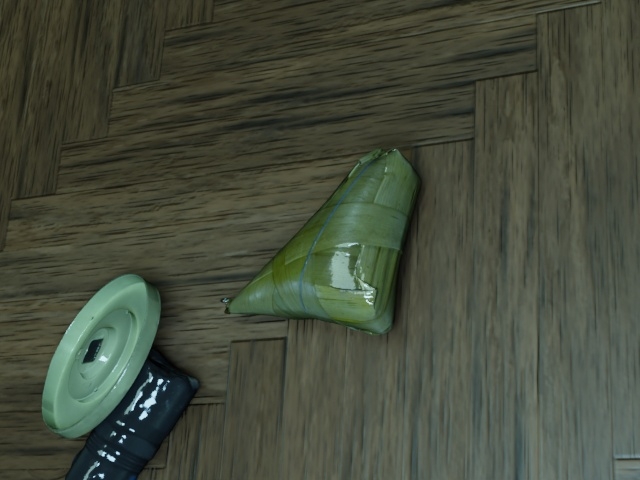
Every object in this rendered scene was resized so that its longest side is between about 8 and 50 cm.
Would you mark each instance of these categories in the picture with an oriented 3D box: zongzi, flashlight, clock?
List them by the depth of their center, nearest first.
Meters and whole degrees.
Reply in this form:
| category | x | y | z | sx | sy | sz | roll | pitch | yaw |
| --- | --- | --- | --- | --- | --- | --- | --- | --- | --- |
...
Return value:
| category | x | y | z | sx | sy | sz | roll | pitch | yaw |
| --- | --- | --- | --- | --- | --- | --- | --- | --- | --- |
| zongzi | 0.000 | 0.000 | 1.508 | 0.256 | 0.115 | 0.228 | -2 | 64 | 38 |
| flashlight | -0.307 | 0.338 | 1.526 | 0.103 | 0.103 | 0.424 | 31 | 88 | 32 |
| clock | -0.295 | 0.151 | 1.565 | 0.235 | 0.029 | 0.235 | -38 | 33 | 30 |
